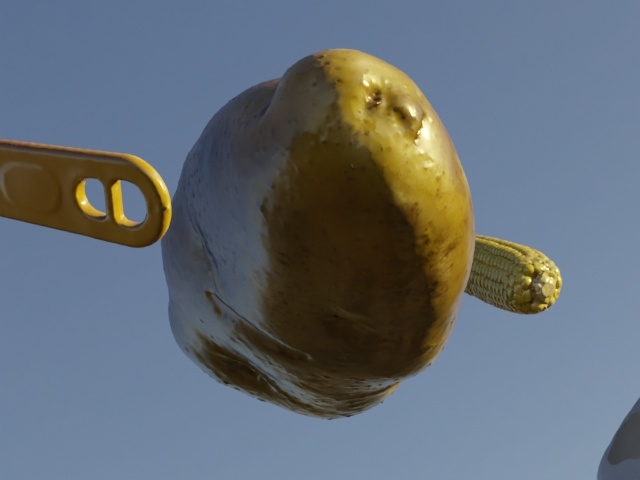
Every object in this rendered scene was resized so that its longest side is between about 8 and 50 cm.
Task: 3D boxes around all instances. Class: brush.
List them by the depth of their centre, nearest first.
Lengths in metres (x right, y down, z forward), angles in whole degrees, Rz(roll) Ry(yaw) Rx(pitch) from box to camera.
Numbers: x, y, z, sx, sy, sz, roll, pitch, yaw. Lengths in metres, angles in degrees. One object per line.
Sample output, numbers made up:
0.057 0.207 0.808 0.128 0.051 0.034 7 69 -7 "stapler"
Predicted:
-0.177 -0.034 0.703 0.013 0.272 0.103 -33 -54 -51 "brush"

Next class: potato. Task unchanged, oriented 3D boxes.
0.000 0.000 0.983 0.176 0.196 0.369 -9 -19 -16 "potato"

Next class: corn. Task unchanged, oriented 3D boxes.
0.173 0.029 1.552 0.067 0.067 0.206 -10 15 -23 "corn"

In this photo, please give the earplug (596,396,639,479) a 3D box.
0.324 0.177 0.939 0.325 0.175 0.214 18 -71 -17 "earplug"
